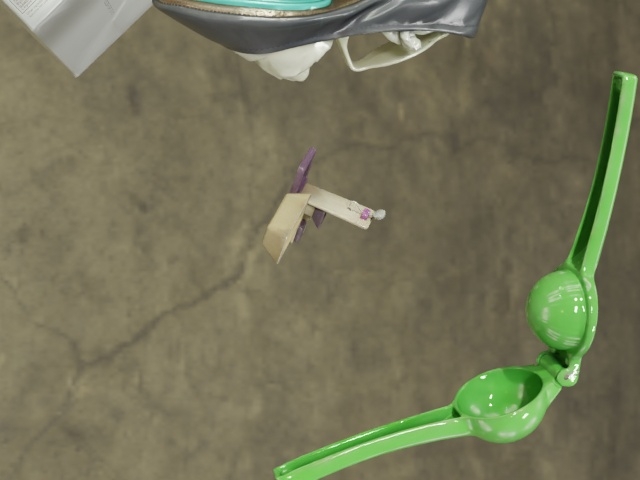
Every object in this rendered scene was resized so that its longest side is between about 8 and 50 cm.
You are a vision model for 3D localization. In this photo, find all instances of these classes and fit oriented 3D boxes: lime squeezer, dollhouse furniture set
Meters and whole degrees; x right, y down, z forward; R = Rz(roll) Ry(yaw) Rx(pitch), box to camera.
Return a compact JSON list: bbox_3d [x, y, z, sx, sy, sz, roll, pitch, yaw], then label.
[{"bbox_3d":[0.111,0.049,0.785,0.110,0.310,0.059,39,5,-8],"label":"lime squeezer"},{"bbox_3d":[0.000,0.000,1.093,0.114,0.081,0.091,-63,176,-50],"label":"dollhouse furniture set"}]

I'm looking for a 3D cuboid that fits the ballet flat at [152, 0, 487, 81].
[{"bbox_3d":[0.005,-0.128,0.764,0.203,0.074,0.074,-11,98,-16],"label":"ballet flat"}]

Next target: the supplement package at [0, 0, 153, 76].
[{"bbox_3d":[-0.218,-0.259,0.995,0.149,0.194,0.203,-45,89,-3],"label":"supplement package"}]
